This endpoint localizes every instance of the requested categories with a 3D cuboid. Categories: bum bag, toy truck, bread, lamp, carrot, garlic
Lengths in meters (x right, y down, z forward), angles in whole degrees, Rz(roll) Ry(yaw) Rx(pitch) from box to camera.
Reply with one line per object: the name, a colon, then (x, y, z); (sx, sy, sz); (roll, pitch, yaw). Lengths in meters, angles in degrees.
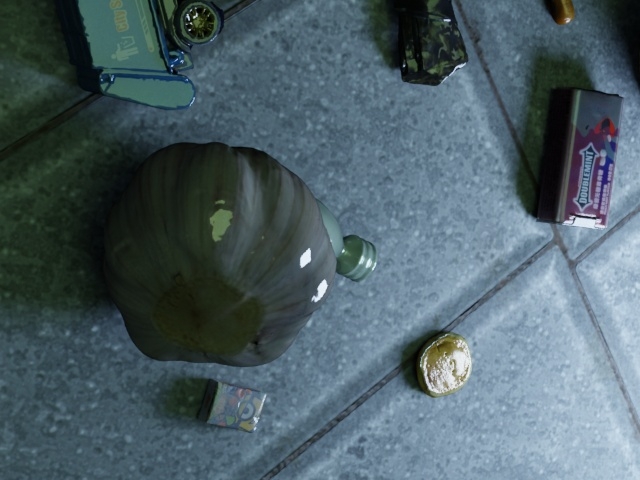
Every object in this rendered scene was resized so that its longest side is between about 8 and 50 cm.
bum bag: (0.152, -0.350, 1.661); (0.102, 0.069, 0.248); (-9, 106, 8)
toy truck: (-0.239, -0.338, 1.393); (0.175, 0.146, 0.367); (-19, 106, -22)
bread: (0.196, 0.197, 1.793); (0.110, 0.024, 0.110); (-5, 100, -29)
lamp: (0.000, 0.000, 1.613); (0.193, 0.106, 0.106); (24, 85, -40)
carrot: (0.366, -0.433, 1.795); (0.037, 0.037, 0.190); (-24, 107, -25)
garlic: (-0.126, 0.009, 1.436); (0.317, 0.259, 0.317); (-2, 124, -4)

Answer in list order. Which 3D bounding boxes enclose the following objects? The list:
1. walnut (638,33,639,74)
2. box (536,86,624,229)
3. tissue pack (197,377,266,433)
walnut: (0.669, -0.285, 1.854); (0.306, 0.306, 0.344); (-17, 112, -27)
box: (0.424, -0.133, 1.853); (0.120, 0.069, 0.224); (4, 95, -30)
tissue pack: (-0.125, 0.235, 1.606); (0.083, 0.035, 0.063); (18, 88, -32)
